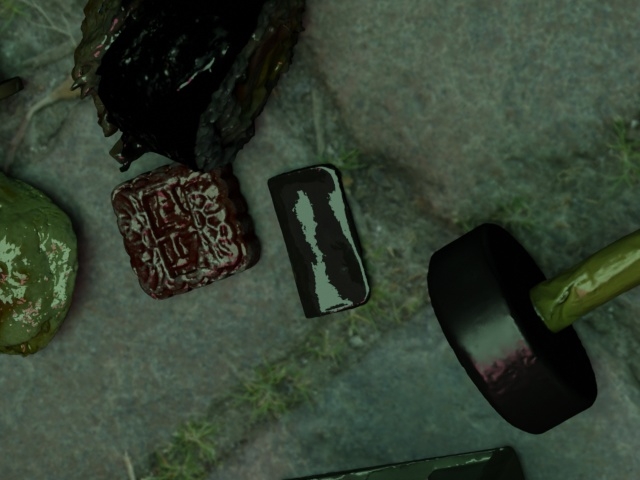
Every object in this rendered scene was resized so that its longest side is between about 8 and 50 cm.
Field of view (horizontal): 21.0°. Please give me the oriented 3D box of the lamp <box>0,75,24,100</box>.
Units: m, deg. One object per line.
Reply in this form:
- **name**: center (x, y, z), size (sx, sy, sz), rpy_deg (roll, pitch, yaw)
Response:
- **lamp**: center (-0.384, -0.246, 1.811), size (0.121, 0.121, 0.214), rpy_deg (-18, 102, 18)

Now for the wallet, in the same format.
- **wallet**: center (0.000, 0.000, 1.786), size (0.082, 0.018, 0.156), rpy_deg (-16, 93, 18)

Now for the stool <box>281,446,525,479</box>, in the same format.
- **stool**: center (0.066, 0.328, 1.696), size (0.270, 0.243, 0.170), rpy_deg (-10, 95, 17)

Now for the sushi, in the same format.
- **sushi**: center (-0.147, -0.198, 1.703), size (0.219, 0.225, 0.238), rpy_deg (38, 73, 17)

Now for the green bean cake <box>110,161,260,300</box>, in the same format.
- **green bean cake**: center (-0.143, -0.015, 1.806), size (0.136, 0.056, 0.135), rpy_deg (-20, 93, 18)

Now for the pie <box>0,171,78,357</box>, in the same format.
- **pie**: center (-0.375, 0.023, 1.861), size (0.248, 0.090, 0.201), rpy_deg (26, 105, 15)

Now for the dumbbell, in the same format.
- **dumbbell**: center (0.282, 0.023, 1.613), size (0.322, 0.204, 0.203), rpy_deg (-32, 88, 18)
